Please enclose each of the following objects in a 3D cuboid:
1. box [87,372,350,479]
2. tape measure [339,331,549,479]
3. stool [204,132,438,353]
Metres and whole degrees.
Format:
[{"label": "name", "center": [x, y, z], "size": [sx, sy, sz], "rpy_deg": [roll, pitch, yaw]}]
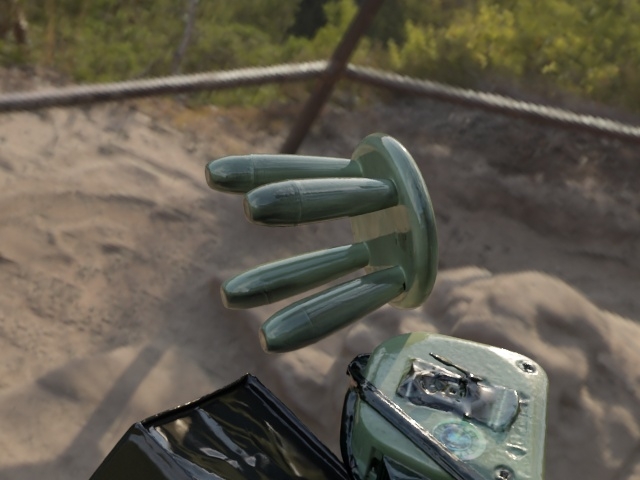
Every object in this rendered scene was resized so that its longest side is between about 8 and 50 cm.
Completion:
[{"label": "box", "center": [-0.055, 0.320, 1.009], "size": [0.345, 0.204, 0.251], "rpy_deg": [42, 15, 13]}, {"label": "tape measure", "center": [0.114, 0.186, 1.060], "size": [0.207, 0.115, 0.235], "rpy_deg": [15, 35, 3]}, {"label": "stool", "center": [0.000, 0.000, 1.197], "size": [0.198, 0.195, 0.195], "rpy_deg": [-15, 21, -18]}]
